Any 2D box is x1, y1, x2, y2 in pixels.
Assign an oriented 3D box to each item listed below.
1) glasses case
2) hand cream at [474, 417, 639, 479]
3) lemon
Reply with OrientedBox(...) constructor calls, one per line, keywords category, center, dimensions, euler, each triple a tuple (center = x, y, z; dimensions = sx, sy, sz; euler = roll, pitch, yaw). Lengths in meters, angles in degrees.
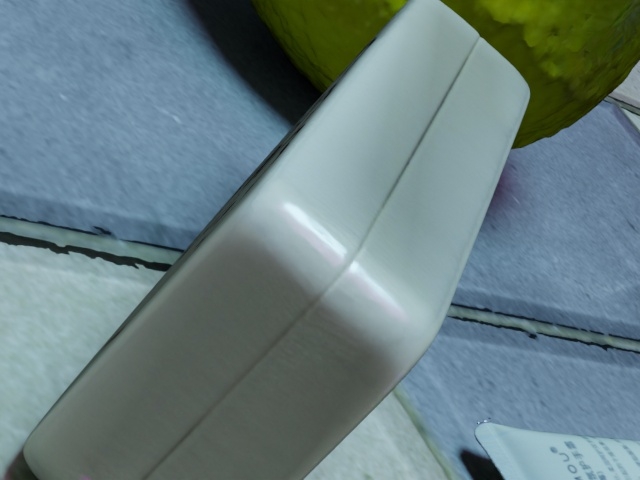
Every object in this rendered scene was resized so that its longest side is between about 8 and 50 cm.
OrientedBox(category="glasses case", center=(0.000, 0.000, 0.683), dimensions=(0.076, 0.144, 0.336), euler=(41, 22, -4))
OrientedBox(category="hand cream", center=(0.185, 0.135, 0.865), dimensions=(0.276, 0.059, 0.095), euler=(10, 40, -45))
OrientedBox(category="lemon", center=(0.091, -0.184, 1.017), dimensions=(0.322, 0.268, 0.268), euler=(21, 31, -46))
